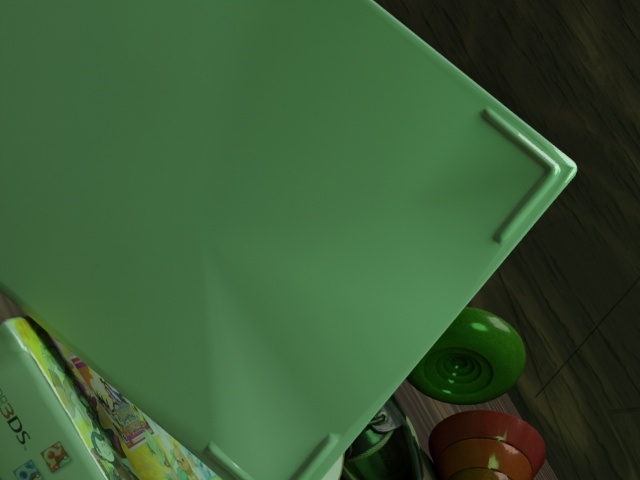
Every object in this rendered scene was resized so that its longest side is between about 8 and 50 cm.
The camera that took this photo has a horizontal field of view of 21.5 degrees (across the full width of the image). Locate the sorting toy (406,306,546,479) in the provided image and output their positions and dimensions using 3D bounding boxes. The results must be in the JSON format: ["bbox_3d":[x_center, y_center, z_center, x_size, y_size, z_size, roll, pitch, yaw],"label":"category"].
[{"bbox_3d":[0.133,0.165,1.611,0.126,0.127,0.365,-78,157,-45],"label":"sorting toy"}]

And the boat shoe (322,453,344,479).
[{"bbox_3d":[-0.034,0.083,1.020,0.096,0.098,0.277,57,9,-12],"label":"boat shoe"}]

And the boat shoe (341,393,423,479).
[{"bbox_3d":[0.028,0.136,1.277,0.223,0.080,0.073,57,1,-43],"label":"boat shoe"}]

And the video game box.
[{"bbox_3d":[-0.079,0.120,0.780,0.187,0.048,0.205,60,8,6],"label":"video game box"}]

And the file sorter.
[{"bbox_3d":[-0.054,-0.043,0.779,0.278,0.193,0.173,40,3,4],"label":"file sorter"}]
